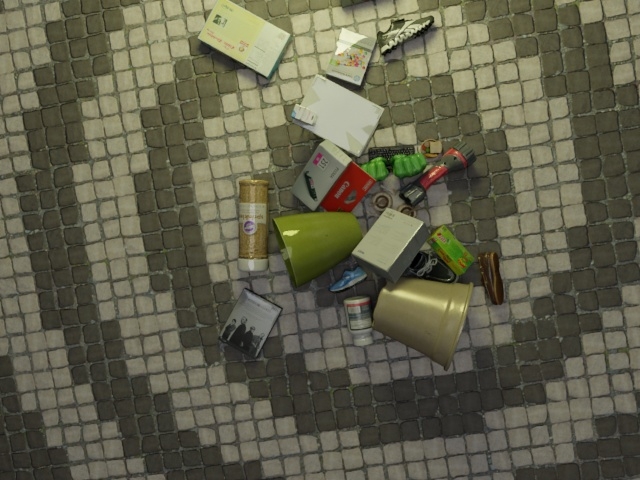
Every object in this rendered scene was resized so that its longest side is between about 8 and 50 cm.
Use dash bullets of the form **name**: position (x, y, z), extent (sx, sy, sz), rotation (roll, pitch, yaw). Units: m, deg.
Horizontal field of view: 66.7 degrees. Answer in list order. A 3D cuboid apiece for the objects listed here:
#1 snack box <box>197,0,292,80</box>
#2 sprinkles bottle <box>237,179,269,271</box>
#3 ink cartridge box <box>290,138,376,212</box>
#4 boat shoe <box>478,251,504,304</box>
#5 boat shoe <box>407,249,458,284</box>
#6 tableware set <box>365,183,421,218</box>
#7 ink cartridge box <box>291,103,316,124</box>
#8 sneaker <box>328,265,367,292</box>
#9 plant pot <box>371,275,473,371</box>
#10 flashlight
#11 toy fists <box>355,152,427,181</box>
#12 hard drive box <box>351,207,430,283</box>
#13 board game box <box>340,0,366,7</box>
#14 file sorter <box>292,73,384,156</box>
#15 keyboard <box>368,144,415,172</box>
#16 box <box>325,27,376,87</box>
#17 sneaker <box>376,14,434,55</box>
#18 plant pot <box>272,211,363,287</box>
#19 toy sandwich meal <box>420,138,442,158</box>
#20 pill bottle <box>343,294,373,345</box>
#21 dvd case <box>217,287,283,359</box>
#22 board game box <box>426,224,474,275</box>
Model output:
- **snack box**: position (-0.296, -0.790, 1.903), extent (0.322, 0.060, 0.187), rotation (30, 94, 3)
- **sprinkles bottle**: position (-0.263, -0.058, 1.906), extent (0.121, 0.121, 0.355), rotation (1, 92, 5)
- **ink cartridge box**: position (0.040, -0.205, 1.828), extent (0.239, 0.060, 0.275), rotation (41, 135, 2)
- **boat shoe**: position (0.655, 0.146, 1.873), extent (0.073, 0.073, 0.207), rotation (-8, 89, 42)
- **boat shoe**: position (0.392, 0.087, 1.867), extent (0.306, 0.105, 0.113), rotation (31, 95, 3)
- **tableware set**: position (0.288, -0.129, 1.898), extent (0.194, 0.039, 0.128), rotation (25, 94, 3)
- **ink cartridge box**: position (-0.058, -0.450, 1.745), extent (0.083, 0.028, 0.048), rotation (24, 96, 4)
- **sneaker**: position (0.102, 0.155, 1.926), extent (0.162, 0.063, 0.073), rotation (-27, 73, 1)
- **plant pot**: position (0.365, 0.268, 1.794), extent (0.305, 0.334, 0.334), rotation (17, 94, 14)
- **flashlight**: position (0.442, -0.244, 1.834), extent (0.304, 0.103, 0.103), rotation (-40, 76, -3)
- **toy fists**: position (0.259, -0.271, 1.823), extent (0.279, 0.142, 0.096), rotation (-7, 102, 5)
- **hard drive box**: position (0.258, 0.014, 1.784), extent (0.181, 0.089, 0.232), rotation (28, 73, 42)
- **board game box**: position (0.151, -1.073, 1.836), extent (0.224, 0.097, 0.303), rotation (-12, 90, 6)
- **file sorter**: position (0.070, -0.456, 1.833), extent (0.278, 0.173, 0.193), rotation (28, 96, 3)
- **keyboard**: position (0.279, -0.316, 1.899), extent (0.180, 0.023, 0.108), rotation (-3, 93, 6)
- **box**: position (0.118, -0.709, 1.885), extent (0.145, 0.038, 0.186), rotation (21, 95, 4)
- **sneaker**: position (0.315, -0.806, 1.844), extent (0.234, 0.078, 0.106), rotation (-29, 93, 7)
- **plant pot**: position (0.000, 0.000, 1.837), extent (0.293, 0.275, 0.275), rotation (-19, 91, -9)
- **toy sandwich meal**: position (0.430, -0.355, 1.880), extent (0.085, 0.029, 0.085), rotation (0, 93, 5)
- **pill bottle**: position (0.154, 0.312, 1.896), extent (0.108, 0.108, 0.180), rotation (-9, 93, 5)
- **dvd case**: position (-0.285, 0.337, 1.972), extent (0.179, 0.029, 0.238), rotation (29, 94, 3)
- **board game box**: position (0.499, 0.037, 1.864), extent (0.181, 0.043, 0.092), rotation (48, 56, 1)
